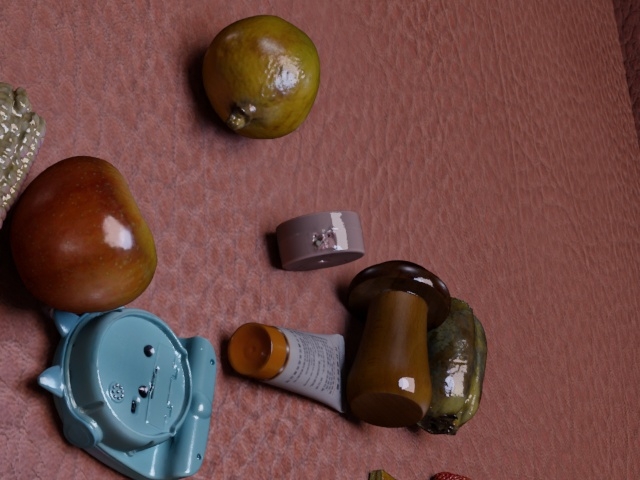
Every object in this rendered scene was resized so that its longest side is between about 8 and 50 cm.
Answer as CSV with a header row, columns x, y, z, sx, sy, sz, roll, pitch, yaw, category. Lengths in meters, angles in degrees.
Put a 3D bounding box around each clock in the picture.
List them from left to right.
x,y,z,sx,sy,sz,roll,pitch,yaw,category
-0.265,0.197,1.576,0.274,0.094,0.224,37,45,-41,clock

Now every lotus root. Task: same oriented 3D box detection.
x,y,z,sx,sy,sz,roll,pitch,yaw,category
0.233,0.232,2.201,0.152,0.160,0.275,40,47,-32,lotus root

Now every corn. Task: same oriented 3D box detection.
x,y,z,sx,sy,sz,roll,pitch,yaw,category
-0.447,-0.054,1.431,0.126,0.126,0.335,44,45,-34,corn

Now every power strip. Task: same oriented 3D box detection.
x,y,z,sx,sy,sz,roll,pitch,yaw,category
0.000,0.000,1.995,0.154,0.154,0.078,7,70,-53,power strip

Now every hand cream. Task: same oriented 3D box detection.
x,y,z,sx,sy,sz,roll,pitch,yaw,category
-0.031,0.197,1.914,0.314,0.089,0.140,27,57,-53,hand cream

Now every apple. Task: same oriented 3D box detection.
x,y,z,sx,sy,sz,roll,pitch,yaw,category
-0.315,-0.001,1.508,0.210,0.173,0.235,64,-7,4,apple

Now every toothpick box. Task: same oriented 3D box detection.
x,y,z,sx,sy,sz,roll,pitch,yaw,category
0.135,0.177,2.058,0.192,0.192,0.294,41,43,-36,toothpick box

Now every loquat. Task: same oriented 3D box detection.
x,y,z,sx,sy,sz,roll,pitch,yaw,category
-0.103,-0.266,1.947,0.213,0.213,0.246,51,39,-26,loquat

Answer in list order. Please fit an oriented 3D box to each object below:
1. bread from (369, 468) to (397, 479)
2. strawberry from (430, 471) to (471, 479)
x,y,z,sx,sy,sz,roll,pitch,yaw,category
0.121,0.467,2.036,0.094,0.035,0.090,42,42,-35,bread
0.253,0.476,2.180,0.073,0.083,0.073,-11,90,-70,strawberry
